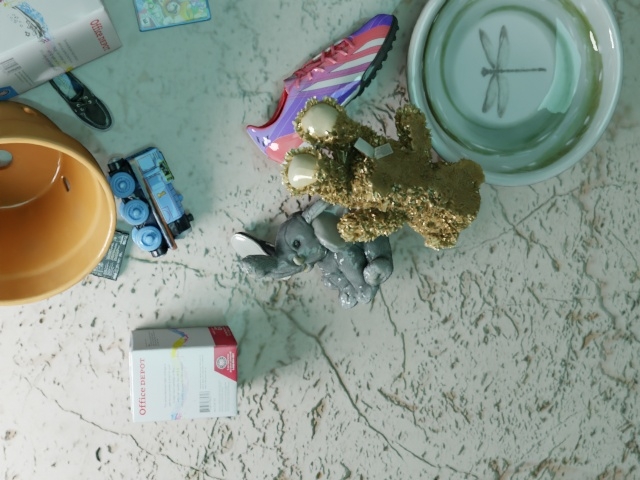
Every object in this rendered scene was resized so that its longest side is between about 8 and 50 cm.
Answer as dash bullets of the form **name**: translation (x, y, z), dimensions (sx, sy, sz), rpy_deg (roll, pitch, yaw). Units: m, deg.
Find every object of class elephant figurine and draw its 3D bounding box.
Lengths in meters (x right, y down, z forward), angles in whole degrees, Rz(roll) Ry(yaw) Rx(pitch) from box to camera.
- **elephant figurine**: translation (0.000, 0.000, 1.505), dimensions (0.239, 0.186, 0.169), rpy_deg (30, 115, -25)

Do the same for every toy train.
- **toy train**: translation (-0.281, -0.064, 1.477), dimensions (0.105, 0.080, 0.184), rpy_deg (-28, 105, -13)

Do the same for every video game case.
- **video game case**: translation (-0.252, -0.433, 1.446), dimensions (0.119, 0.015, 0.166), rpy_deg (-13, 103, -10)

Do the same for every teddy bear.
- **teddy bear**: translation (0.095, -0.107, 1.450), dimensions (0.338, 0.113, 0.245), rpy_deg (3, 77, -20)

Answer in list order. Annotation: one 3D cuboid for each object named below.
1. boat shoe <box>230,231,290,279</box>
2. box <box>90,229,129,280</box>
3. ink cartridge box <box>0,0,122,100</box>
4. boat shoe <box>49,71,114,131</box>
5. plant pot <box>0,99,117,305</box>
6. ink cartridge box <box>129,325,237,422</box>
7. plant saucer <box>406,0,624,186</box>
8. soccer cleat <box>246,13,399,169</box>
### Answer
- **boat shoe**: translation (-0.099, 0.020, 1.555), dimensions (0.125, 0.038, 0.046), rpy_deg (32, 134, -11)
- **box**: translation (-0.365, 0.021, 1.502), dimensions (0.067, 0.018, 0.083), rpy_deg (14, 97, -15)
- **ink cartridge box**: translation (-0.443, -0.337, 1.320), dimensions (0.233, 0.171, 0.168), rpy_deg (-26, 86, -7)
- **boat shoe**: translation (-0.391, -0.230, 1.438), dimensions (0.049, 0.040, 0.142), rpy_deg (-45, 106, -2)
- **plant pot**: translation (-0.469, -0.075, 1.331), dimensions (0.291, 0.203, 0.290), rpy_deg (-14, 130, -17)
- **ink cartridge box**: translation (-0.235, 0.224, 1.513), dimensions (0.176, 0.127, 0.128), rpy_deg (-1, 101, -13)
- **plant saucer**: translation (0.330, -0.298, 1.564), dimensions (0.401, 0.100, 0.400), rpy_deg (-2, 101, -12)
- **soccer cleat**: translation (0.008, -0.267, 1.495), dimensions (0.116, 0.108, 0.318), rpy_deg (37, 93, -13)
